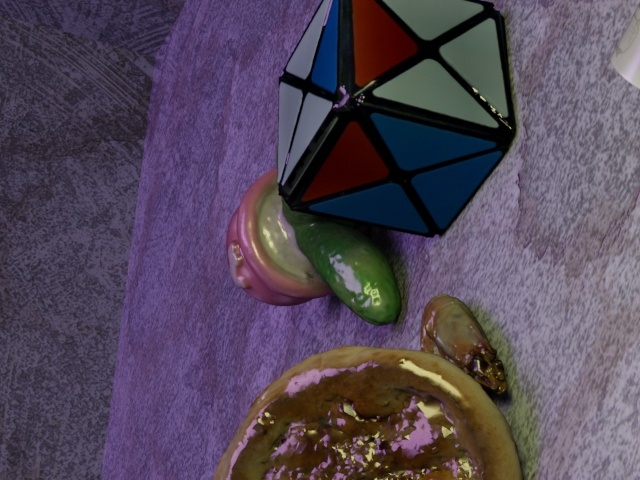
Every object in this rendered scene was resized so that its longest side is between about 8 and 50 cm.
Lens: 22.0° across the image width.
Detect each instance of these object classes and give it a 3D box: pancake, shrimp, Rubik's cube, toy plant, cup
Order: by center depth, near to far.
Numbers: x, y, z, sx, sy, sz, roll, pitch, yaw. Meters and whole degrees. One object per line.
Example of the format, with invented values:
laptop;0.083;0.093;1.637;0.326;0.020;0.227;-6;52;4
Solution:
cup;0.358;-0.224;1.657;0.136;0.099;0.133;-104;32;-54
pancake;0.045;0.307;1.886;0.071;0.382;0.382;13;-89;-68
shrimp;0.171;0.152;2.021;0.267;0.061;0.145;-152;68;-69
Rubik's cube;0.094;-0.181;2.195;0.246;0.248;0.250;126;151;-48
toy plant;-0.005;0.003;2.478;0.356;0.210;0.317;-31;81;61
